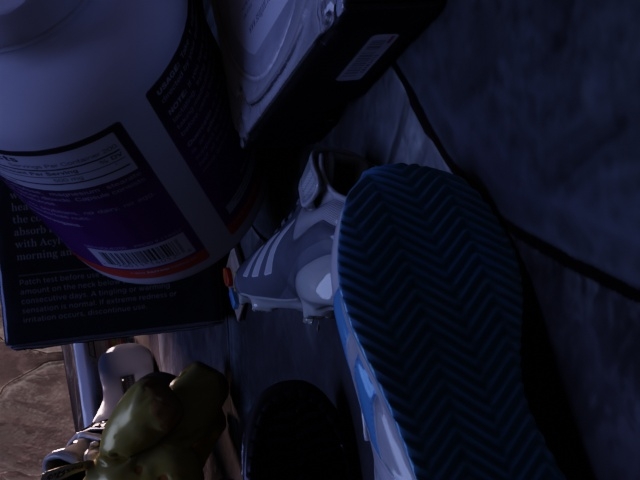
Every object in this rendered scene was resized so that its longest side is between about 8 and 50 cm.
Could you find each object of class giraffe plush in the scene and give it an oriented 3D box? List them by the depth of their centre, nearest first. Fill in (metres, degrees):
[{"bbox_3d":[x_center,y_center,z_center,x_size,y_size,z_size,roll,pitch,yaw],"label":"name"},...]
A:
[{"bbox_3d":[-0.137,0.246,1.033,0.170,0.210,0.181,38,135,26],"label":"giraffe plush"}]

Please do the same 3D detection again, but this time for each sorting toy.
[{"bbox_3d":[-0.084,0.027,0.994,0.062,0.012,0.083,104,153,-49],"label":"sorting toy"}]

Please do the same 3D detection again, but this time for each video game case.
[{"bbox_3d":[-0.327,0.229,1.661,0.183,0.023,0.201,41,-147,-66],"label":"video game case"}]

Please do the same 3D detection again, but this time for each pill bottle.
[{"bbox_3d":[-0.156,-0.106,0.733,0.323,0.181,0.181,66,-173,-63],"label":"pill bottle"}]

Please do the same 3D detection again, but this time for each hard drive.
[{"bbox_3d":[-0.026,-0.248,0.637,0.237,0.064,0.339,146,117,-70],"label":"hard drive"}]

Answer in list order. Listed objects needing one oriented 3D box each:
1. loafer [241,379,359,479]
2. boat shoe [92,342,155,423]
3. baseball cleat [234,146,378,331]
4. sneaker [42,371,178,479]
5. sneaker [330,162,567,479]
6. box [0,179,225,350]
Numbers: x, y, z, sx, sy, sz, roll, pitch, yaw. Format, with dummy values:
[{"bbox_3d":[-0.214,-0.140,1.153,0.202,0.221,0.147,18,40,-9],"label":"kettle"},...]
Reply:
[{"bbox_3d":[-0.017,0.206,0.735,0.078,0.080,0.220,167,96,-72],"label":"loafer"},{"bbox_3d":[-0.271,0.266,1.506,0.306,0.113,0.105,-124,25,-61],"label":"boat shoe"},{"bbox_3d":[0.000,0.000,0.661,0.206,0.072,0.109,179,98,-68],"label":"baseball cleat"},{"bbox_3d":[-0.233,0.248,1.196,0.122,0.146,0.330,-32,28,24],"label":"sneaker"},{"bbox_3d":[0.050,0.073,0.473,0.092,0.087,0.228,116,146,-63],"label":"sneaker"},{"bbox_3d":[-0.246,-0.099,1.121,0.293,0.212,0.395,172,92,-74],"label":"box"}]
